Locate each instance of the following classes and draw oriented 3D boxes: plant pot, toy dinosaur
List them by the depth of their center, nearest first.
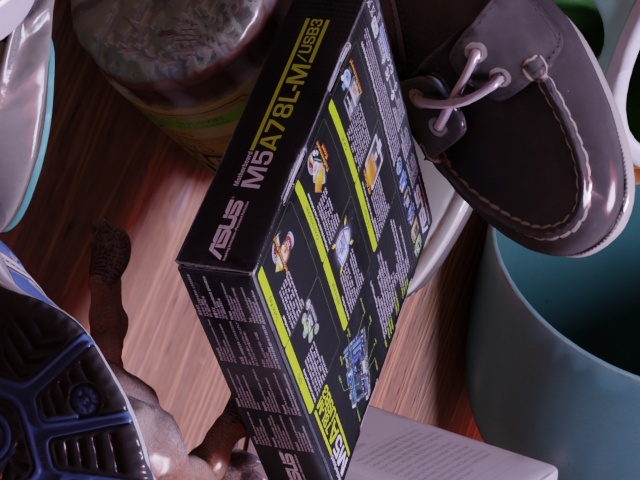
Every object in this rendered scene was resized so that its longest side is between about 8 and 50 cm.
[{"bbox_3d":[-0.132,0.132,0.938,0.200,0.127,0.295,-46,162,-32],"label":"toy dinosaur"},{"bbox_3d":[0.259,0.101,1.630,0.293,0.293,0.235,-49,161,-46],"label":"plant pot"}]

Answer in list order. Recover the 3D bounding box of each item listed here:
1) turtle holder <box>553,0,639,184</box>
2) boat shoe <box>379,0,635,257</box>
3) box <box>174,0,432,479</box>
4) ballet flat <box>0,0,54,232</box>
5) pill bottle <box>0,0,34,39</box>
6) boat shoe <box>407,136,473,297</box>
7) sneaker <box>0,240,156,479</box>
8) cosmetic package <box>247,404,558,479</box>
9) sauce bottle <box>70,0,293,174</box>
[{"bbox_3d":[0.188,-0.178,1.091,0.243,0.227,0.320,28,106,-35],"label":"turtle holder"},{"bbox_3d":[0.049,-0.135,0.993,0.112,0.335,0.095,-38,159,35],"label":"boat shoe"},{"bbox_3d":[0.000,0.000,0.918,0.190,0.045,0.184,72,34,-50],"label":"box"},{"bbox_3d":[-0.147,-0.108,0.810,0.068,0.072,0.213,10,96,-41],"label":"ballet flat"},{"bbox_3d":[-0.151,-0.147,0.678,0.180,0.108,0.108,94,22,-61],"label":"pill bottle"},{"bbox_3d":[0.087,-0.098,1.292,0.091,0.109,0.305,26,77,-63],"label":"boat shoe"},{"bbox_3d":[-0.131,0.047,0.776,0.080,0.211,0.081,-37,166,3],"label":"sneaker"},{"bbox_3d":[0.047,0.217,1.319,0.151,0.184,0.151,-14,118,-63],"label":"cosmetic package"},{"bbox_3d":[-0.023,-0.077,1.043,0.111,0.111,0.344,-69,156,-10],"label":"sauce bottle"}]
